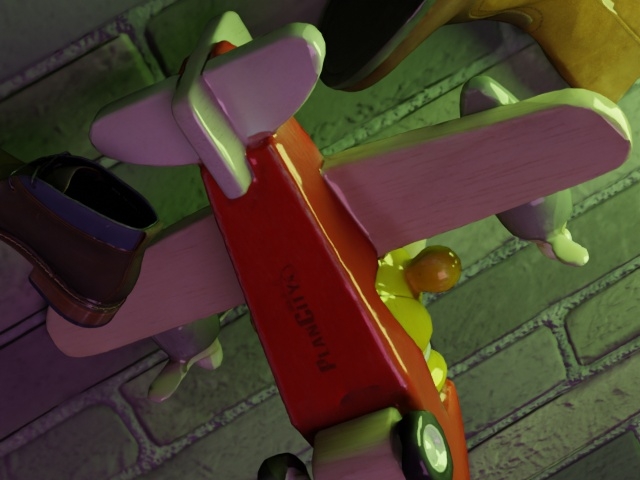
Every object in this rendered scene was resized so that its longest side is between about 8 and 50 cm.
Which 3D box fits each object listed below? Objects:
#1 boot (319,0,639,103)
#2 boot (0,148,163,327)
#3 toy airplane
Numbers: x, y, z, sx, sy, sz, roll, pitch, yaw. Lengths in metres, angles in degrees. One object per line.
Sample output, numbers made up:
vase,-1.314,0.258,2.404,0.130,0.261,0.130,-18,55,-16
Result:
boot,0.158,-0.180,1.245,0.280,0.096,0.264,31,98,-45
boot,-0.207,-0.046,1.080,0.219,0.082,0.106,42,129,-1
toy airplane,0.000,0.000,1.162,0.386,0.272,0.384,25,113,12
